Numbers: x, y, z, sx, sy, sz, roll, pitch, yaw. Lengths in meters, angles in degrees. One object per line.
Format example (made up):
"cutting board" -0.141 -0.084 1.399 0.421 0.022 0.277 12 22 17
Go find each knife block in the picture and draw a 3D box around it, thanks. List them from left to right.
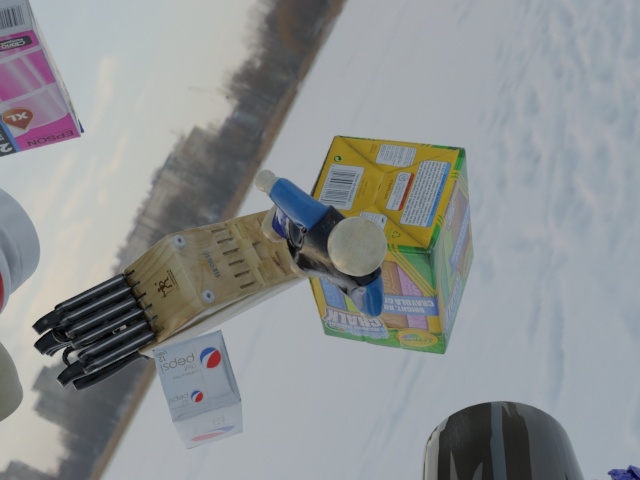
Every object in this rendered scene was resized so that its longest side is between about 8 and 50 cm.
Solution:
"knife block" -0.172 0.072 1.109 0.242 0.088 0.275 -34 -10 38

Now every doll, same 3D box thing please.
"doll" 0.000 0.000 0.690 0.046 0.129 0.189 -40 12 -9

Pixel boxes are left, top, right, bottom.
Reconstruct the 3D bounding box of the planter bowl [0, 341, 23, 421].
"planter bowl" -0.481 0.168 1.309 0.162 0.162 0.109 -75 -15 -67

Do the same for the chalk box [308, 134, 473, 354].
"chalk box" 0.073 0.020 0.975 0.213 0.132 0.132 73 -150 -49

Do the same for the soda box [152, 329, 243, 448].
"soda box" -0.120 0.156 1.008 0.216 0.069 0.074 100 152 -71

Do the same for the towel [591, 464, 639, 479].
"towel" 0.343 0.284 0.788 0.308 0.227 0.076 -74 5 -81

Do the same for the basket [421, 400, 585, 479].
"basket" 0.145 0.241 0.747 0.154 0.204 0.227 -32 26 20

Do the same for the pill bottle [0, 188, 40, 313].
"pill bottle" -0.429 0.054 1.034 0.161 0.161 0.283 -59 -5 36

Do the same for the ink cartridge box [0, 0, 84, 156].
"ink cartridge box" -0.430 -0.187 1.326 0.371 0.175 0.069 96 157 -71
